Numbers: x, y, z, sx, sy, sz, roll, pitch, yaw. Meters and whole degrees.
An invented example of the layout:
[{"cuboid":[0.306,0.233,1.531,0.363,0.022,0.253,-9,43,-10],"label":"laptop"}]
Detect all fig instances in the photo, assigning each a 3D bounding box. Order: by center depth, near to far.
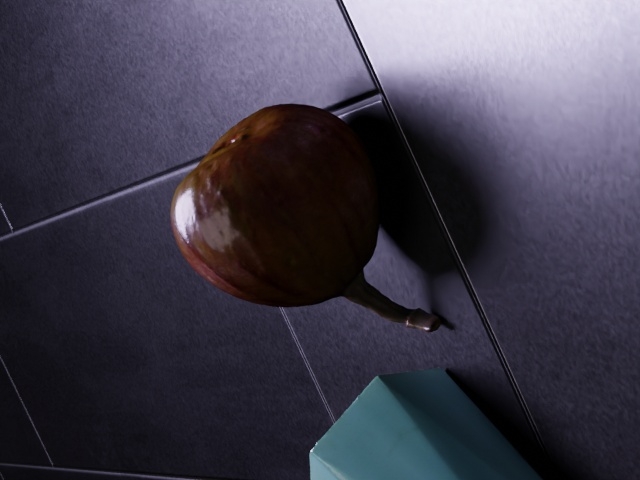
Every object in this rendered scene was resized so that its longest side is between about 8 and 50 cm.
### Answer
[{"cuboid":[-0.021,-0.018,1.283,0.202,0.148,0.149,44,-144,-51],"label":"fig"}]

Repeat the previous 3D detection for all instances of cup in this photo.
[{"cuboid":[0.113,0.218,1.262,0.236,0.134,0.148,43,152,34],"label":"cup"}]
